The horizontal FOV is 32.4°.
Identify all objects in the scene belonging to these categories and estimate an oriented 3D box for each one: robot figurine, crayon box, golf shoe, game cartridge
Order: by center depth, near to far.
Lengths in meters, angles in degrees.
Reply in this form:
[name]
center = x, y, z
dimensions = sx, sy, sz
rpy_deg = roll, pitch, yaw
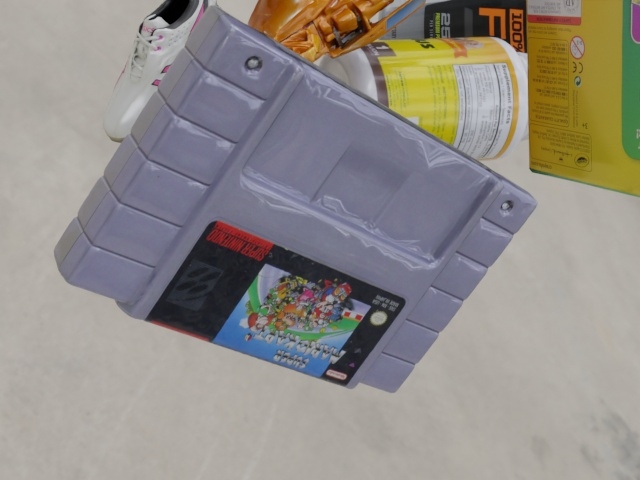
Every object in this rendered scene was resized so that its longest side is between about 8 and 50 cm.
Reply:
[crayon box]
center = 0.216, -0.099, 0.551
dimensions = 0.081, 0.165, 0.278
rpy_deg = -11, 17, -25
[robot figurine]
center = 0.047, -0.257, 0.852
dimensions = 0.085, 0.291, 0.211
rpy_deg = 43, -12, 49
[game cartridge]
center = -0.005, -0.006, 0.873
dimensions = 0.355, 0.230, 0.068
rpy_deg = 24, 13, -40
[golf shoe]
center = -0.170, -0.185, 1.110
dimensions = 0.068, 0.186, 0.086
rpy_deg = 21, -18, 31

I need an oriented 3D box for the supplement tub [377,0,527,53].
[supplement tub]
center = 0.261, -0.263, 1.441
dimensions = 0.207, 0.338, 0.207
rpy_deg = -2, 90, -66

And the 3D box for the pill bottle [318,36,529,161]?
[pill bottle]
center = 0.110, -0.128, 1.019
dimensions = 0.215, 0.117, 0.117
rpy_deg = -6, 50, -23
